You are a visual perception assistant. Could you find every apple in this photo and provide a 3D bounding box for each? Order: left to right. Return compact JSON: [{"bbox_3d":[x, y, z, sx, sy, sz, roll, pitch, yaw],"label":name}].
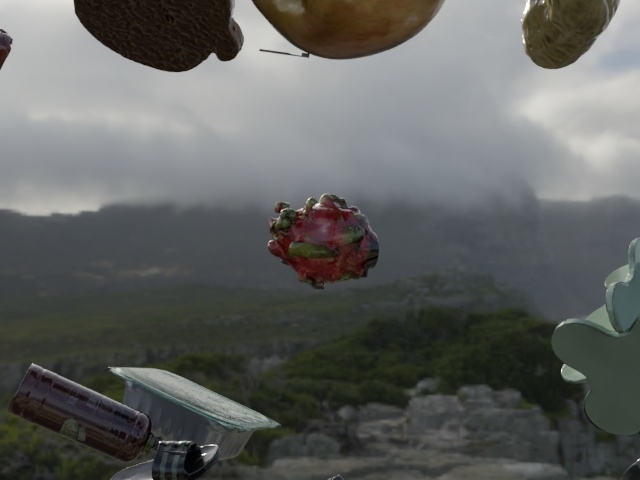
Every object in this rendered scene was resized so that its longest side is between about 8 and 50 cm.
[{"bbox_3d":[0.042,-0.506,1.586,0.392,0.391,0.347,-1,21,45],"label":"apple"}]

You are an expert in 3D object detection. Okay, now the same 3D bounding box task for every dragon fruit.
[{"bbox_3d":[0.000,0.000,1.528,0.172,0.160,0.166,2,-23,-22],"label":"dragon fruit"}]

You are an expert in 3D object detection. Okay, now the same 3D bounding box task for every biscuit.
[{"bbox_3d":[-0.306,-0.460,1.748,0.351,0.070,0.394,25,-26,-23],"label":"biscuit"}]

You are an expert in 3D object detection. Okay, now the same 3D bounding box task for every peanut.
[{"bbox_3d":[0.441,-0.412,1.595,0.153,0.140,0.325,43,-9,13],"label":"peanut"}]

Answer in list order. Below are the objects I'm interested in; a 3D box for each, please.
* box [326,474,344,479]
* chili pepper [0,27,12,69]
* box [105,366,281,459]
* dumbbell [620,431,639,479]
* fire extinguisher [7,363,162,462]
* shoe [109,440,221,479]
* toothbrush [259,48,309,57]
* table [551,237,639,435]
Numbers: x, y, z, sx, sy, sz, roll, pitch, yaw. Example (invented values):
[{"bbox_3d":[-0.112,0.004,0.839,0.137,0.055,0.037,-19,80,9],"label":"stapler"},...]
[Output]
[{"bbox_3d":[-0.093,0.465,1.022,0.345,0.204,0.251,-33,0,-43],"label":"box"},{"bbox_3d":[-0.461,-0.226,1.177,0.123,0.070,0.073,-47,-6,25],"label":"chili pepper"},{"bbox_3d":[-0.285,0.375,1.916,0.337,0.106,0.264,21,-1,21],"label":"box"},{"bbox_3d":[0.545,0.397,1.314,0.143,0.325,0.143,-15,-36,-11],"label":"dumbbell"},{"bbox_3d":[-0.411,0.353,1.699,0.344,0.102,0.138,27,2,-10],"label":"fire extinguisher"},{"bbox_3d":[-0.235,0.323,1.301,0.179,0.049,0.071,-18,20,12],"label":"shoe"},{"bbox_3d":[-0.066,-0.342,1.636,0.097,0.008,0.006,10,0,14],"label":"toothbrush"},{"bbox_3d":[0.331,0.070,0.863,0.167,0.166,0.198,-1,32,37],"label":"table"}]
